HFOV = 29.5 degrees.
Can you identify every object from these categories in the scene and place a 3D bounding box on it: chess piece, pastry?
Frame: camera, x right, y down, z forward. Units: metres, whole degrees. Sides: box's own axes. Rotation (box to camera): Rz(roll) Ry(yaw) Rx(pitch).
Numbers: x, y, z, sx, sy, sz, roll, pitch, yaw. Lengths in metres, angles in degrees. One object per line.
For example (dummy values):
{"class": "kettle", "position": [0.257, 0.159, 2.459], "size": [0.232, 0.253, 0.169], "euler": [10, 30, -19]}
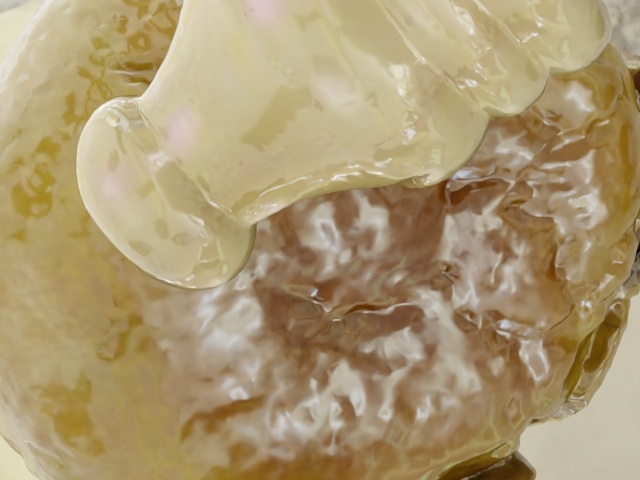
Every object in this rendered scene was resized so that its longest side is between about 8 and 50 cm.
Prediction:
{"class": "chess piece", "position": [0.038, -0.103, 0.370], "size": [0.139, 0.307, 0.124], "euler": [35, -159, -42]}
{"class": "pastry", "position": [0.000, 0.000, 0.582], "size": [0.164, 0.356, 0.356], "euler": [-130, 24, -58]}
